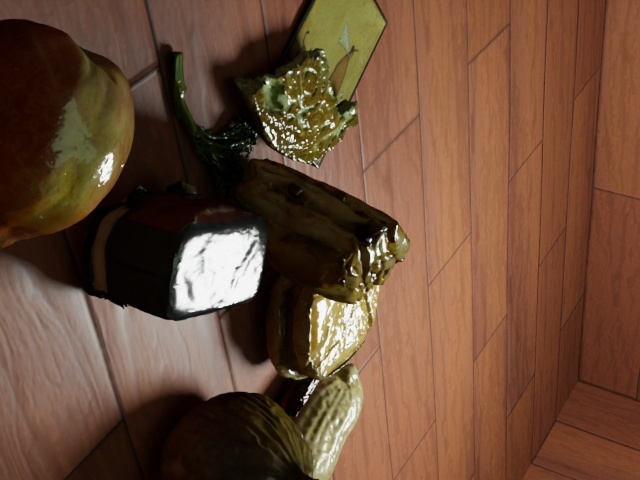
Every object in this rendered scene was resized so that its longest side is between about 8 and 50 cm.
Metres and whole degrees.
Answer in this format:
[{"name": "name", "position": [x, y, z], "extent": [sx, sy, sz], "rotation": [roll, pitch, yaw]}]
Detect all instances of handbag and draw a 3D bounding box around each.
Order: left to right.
[{"name": "handbag", "position": [-0.210, 0.012, 1.417], "extent": [0.254, 0.181, 0.181], "rotation": [-14, 116, -60]}]

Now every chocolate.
[{"name": "chocolate", "position": [-0.035, 0.281, 1.977], "extent": [0.182, 0.086, 0.028], "rotation": [-51, 123, -31]}]

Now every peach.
[{"name": "peach", "position": [-0.328, -0.111, 1.112], "extent": [0.232, 0.232, 0.257], "rotation": [18, 98, -61]}]

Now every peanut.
[{"name": "peanut", "position": [-0.011, 0.379, 2.006], "extent": [0.313, 0.152, 0.152], "rotation": [-62, 150, -32]}]

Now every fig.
[{"name": "fig", "position": [-0.089, 0.410, 1.642], "extent": [0.286, 0.368, 0.286], "rotation": [-10, 103, -45]}]

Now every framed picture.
[{"name": "framed picture", "position": [0.015, -0.333, 1.800], "extent": [0.339, 0.014, 0.255], "rotation": [-65, 150, -14]}]

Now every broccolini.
[{"name": "broccolini", "position": [-0.163, -0.197, 1.530], "extent": [0.271, 0.062, 0.123], "rotation": [68, 37, -45]}]

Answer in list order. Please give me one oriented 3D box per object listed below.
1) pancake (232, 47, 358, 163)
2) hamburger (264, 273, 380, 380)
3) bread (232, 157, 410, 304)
[{"name": "pancake", "position": [-0.036, -0.238, 1.704], "extent": [0.376, 0.054, 0.197], "rotation": [14, 94, -62]}, {"name": "hamburger", "position": [0.004, 0.131, 1.900], "extent": [0.283, 0.144, 0.260], "rotation": [-24, 121, -49]}, {"name": "bread", "position": [0.000, 0.000, 1.662], "extent": [0.167, 0.277, 0.324], "rotation": [-64, 169, -4]}]
